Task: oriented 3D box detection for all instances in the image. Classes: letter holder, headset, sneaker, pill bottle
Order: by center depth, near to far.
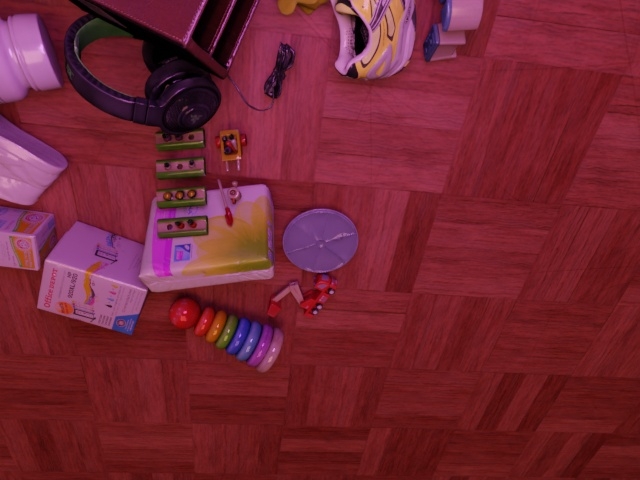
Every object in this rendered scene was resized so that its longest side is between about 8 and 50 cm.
[{"bbox_3d":[-0.256,-0.429,0.682,0.302,0.152,0.214,28,97,7],"label":"letter holder"},{"bbox_3d":[0.096,-0.469,0.772,0.147,0.145,0.384,-31,133,-31],"label":"sneaker"},{"bbox_3d":[-0.647,-0.327,0.809,0.283,0.160,0.160,-15,125,-17],"label":"pill bottle"},{"bbox_3d":[-0.252,-0.331,0.826,0.394,0.243,0.185,2,149,-29],"label":"headset"},{"bbox_3d":[-0.736,-0.192,0.960,0.169,0.108,0.292,-42,118,18],"label":"sneaker"}]

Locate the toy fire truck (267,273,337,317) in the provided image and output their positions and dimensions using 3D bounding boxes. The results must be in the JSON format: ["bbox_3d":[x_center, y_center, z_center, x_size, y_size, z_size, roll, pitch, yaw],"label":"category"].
[{"bbox_3d":[-0.055,0.158,1.272,0.135,0.047,0.192,27,117,-18],"label":"toy fire truck"}]

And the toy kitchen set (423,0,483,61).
[{"bbox_3d":[0.219,-0.483,0.860,0.122,0.166,0.207,-4,87,-2],"label":"toy kitchen set"}]

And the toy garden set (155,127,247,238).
[{"bbox_3d":[-0.262,-0.135,0.973,0.204,0.049,0.244,-5,82,-1],"label":"toy garden set"}]

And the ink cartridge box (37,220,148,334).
[{"bbox_3d":[-0.553,0.097,1.125,0.233,0.168,0.171,21,120,-16],"label":"ink cartridge box"}]

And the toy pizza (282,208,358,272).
[{"bbox_3d":[0.000,0.000,1.180,0.201,0.032,0.201,-2,122,-3],"label":"toy pizza"}]

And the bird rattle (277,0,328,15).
[{"bbox_3d":[-0.081,-0.533,0.798,0.253,0.143,0.207,32,105,-8],"label":"bird rattle"}]

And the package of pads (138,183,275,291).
[{"bbox_3d":[-0.256,-0.012,1.041,0.297,0.229,0.101,-6,146,2],"label":"package of pads"}]

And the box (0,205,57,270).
[{"bbox_3d":[-0.770,-0.011,1.072,0.203,0.114,0.103,9,121,-10],"label":"box"}]

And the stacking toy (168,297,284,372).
[{"bbox_3d":[-0.278,0.257,1.288,0.330,0.141,0.141,29,117,-13],"label":"stacking toy"}]
